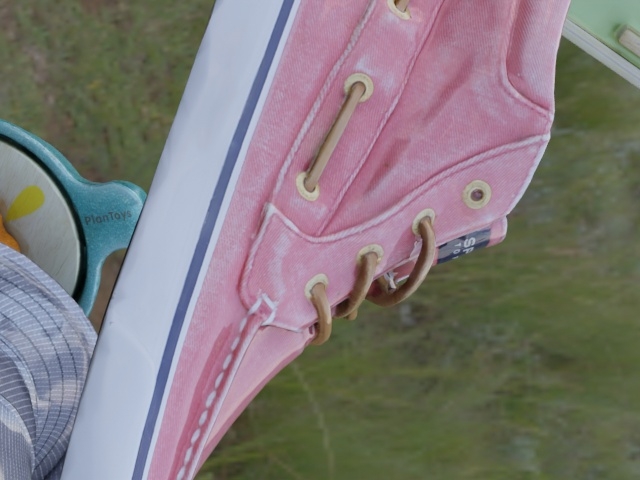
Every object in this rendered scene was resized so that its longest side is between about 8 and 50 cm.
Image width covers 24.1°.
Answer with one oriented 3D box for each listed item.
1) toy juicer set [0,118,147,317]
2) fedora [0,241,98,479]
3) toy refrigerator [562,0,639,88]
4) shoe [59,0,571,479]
[{"bbox_3d":[-0.175,0.032,0.776,0.089,0.329,0.209,-45,150,-64],"label":"toy juicer set"},{"bbox_3d":[-0.219,0.127,0.656,0.244,0.275,0.124,64,3,-48],"label":"fedora"},{"bbox_3d":[0.257,-0.152,1.041,0.269,0.102,0.094,33,27,-9],"label":"toy refrigerator"},{"bbox_3d":[0.000,0.000,0.339,0.063,0.081,0.178,146,-37,-78],"label":"shoe"}]
